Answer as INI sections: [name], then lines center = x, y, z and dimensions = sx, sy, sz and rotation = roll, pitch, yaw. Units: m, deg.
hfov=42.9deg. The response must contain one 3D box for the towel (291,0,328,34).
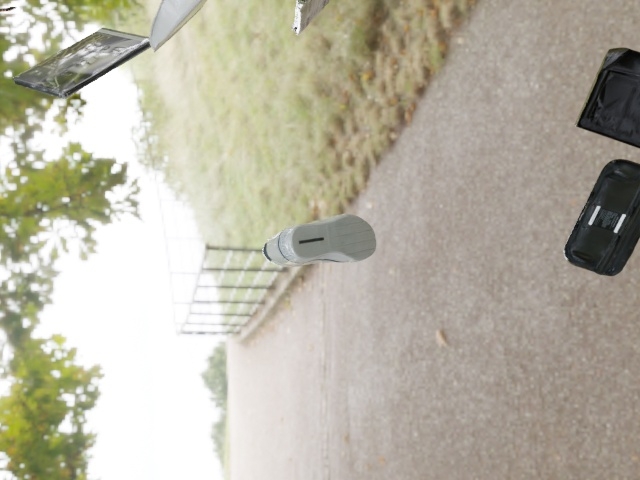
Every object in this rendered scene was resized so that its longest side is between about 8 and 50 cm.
[towel]
center = 0.034, -0.661, 1.987
dimensions = 0.312, 0.056, 0.324
rotation = -49, 4, -2

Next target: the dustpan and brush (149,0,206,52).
[dustpan and brush]
center = -0.119, -0.313, 0.880
dimensions = 0.211, 0.060, 0.147
rotation = -35, 19, 40

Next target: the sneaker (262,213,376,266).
[sneaker]
center = 0.000, 0.000, 1.519
dimensions = 0.258, 0.091, 0.094
rotation = 1, -98, -48

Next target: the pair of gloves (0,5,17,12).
[pair of gloves]
center = -0.543, -0.373, 1.336
dimensions = 0.074, 0.083, 0.010
rotation = -88, -14, -72

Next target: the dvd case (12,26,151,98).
[dvd case]
center = -0.441, -0.337, 1.528
dimensions = 0.221, 0.164, 0.018
rotation = -42, -45, -32

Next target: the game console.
[game console]
center = 0.484, -0.107, 1.291
dimensions = 0.044, 0.213, 0.361
rotation = -56, -15, -61
